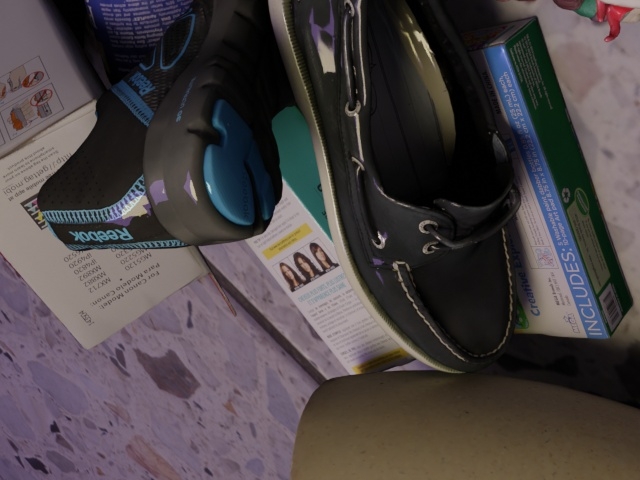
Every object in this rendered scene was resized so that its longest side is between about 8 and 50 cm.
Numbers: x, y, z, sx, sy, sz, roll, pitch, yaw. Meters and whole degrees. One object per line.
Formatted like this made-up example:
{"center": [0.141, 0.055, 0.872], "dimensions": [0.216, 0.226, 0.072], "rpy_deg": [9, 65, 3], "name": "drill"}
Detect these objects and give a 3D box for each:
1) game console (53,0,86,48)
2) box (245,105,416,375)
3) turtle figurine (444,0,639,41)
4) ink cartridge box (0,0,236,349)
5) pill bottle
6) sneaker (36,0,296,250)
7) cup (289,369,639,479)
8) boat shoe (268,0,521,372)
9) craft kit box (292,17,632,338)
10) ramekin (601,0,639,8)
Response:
{"center": [-0.280, -0.297, 0.988], "dimensions": [0.213, 0.044, 0.361], "rpy_deg": [38, 140, 16], "name": "game console"}
{"center": [0.000, 0.000, 0.866], "dimensions": [0.244, 0.060, 0.100], "rpy_deg": [53, 143, -4], "name": "box"}
{"center": [0.129, -0.199, 0.621], "dimensions": [0.234, 0.118, 0.175], "rpy_deg": [10, 128, 46], "name": "turtle figurine"}
{"center": [-0.225, -0.067, 0.908], "dimensions": [0.309, 0.130, 0.272], "rpy_deg": [54, 174, 46], "name": "ink cartridge box"}
{"center": [-0.134, -0.196, 0.865], "dimensions": [0.123, 0.123, 0.219], "rpy_deg": [16, 131, 35], "name": "pill bottle"}
{"center": [-0.088, -0.114, 0.718], "dimensions": [0.139, 0.341, 0.125], "rpy_deg": [-12, 120, 20], "name": "sneaker"}
{"center": [0.155, 0.239, 0.772], "dimensions": [0.237, 0.331, 0.331], "rpy_deg": [-17, 112, 20], "name": "cup"}
{"center": [0.077, -0.048, 0.692], "dimensions": [0.113, 0.127, 0.340], "rpy_deg": [10, 123, 57], "name": "boat shoe"}
{"center": [0.100, -0.037, 0.830], "dimensions": [0.246, 0.061, 0.250], "rpy_deg": [-3, 119, 43], "name": "craft kit box"}
{"center": [0.186, -0.245, 0.427], "dimensions": [0.277, 0.135, 0.277], "rpy_deg": [168, 90, -68], "name": "ramekin"}
